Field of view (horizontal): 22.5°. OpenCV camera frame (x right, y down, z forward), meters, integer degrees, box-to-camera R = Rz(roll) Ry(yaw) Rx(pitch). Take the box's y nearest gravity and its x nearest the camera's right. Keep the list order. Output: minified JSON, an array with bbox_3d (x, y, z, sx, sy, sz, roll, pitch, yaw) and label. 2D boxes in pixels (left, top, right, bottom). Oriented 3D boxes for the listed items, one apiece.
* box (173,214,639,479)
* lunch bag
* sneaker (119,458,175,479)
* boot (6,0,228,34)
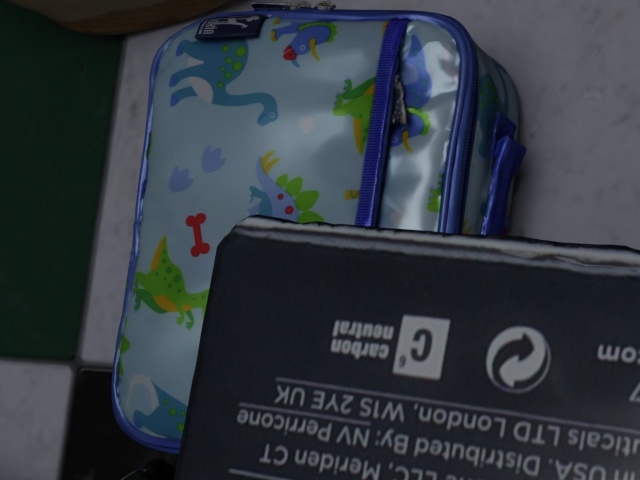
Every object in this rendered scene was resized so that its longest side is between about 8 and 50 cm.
[{"bbox_3d":[0.091,0.220,0.533,0.212,0.293,0.395,5,80,29],"label":"box"},{"bbox_3d":[0.000,0.000,0.754,0.176,0.090,0.219,6,82,26],"label":"lunch bag"},{"bbox_3d":[-0.131,0.140,0.799,0.217,0.079,0.121,37,93,21],"label":"sneaker"},{"bbox_3d":[-0.154,-0.219,0.878,0.295,0.104,0.211,-5,76,31],"label":"boot"}]
